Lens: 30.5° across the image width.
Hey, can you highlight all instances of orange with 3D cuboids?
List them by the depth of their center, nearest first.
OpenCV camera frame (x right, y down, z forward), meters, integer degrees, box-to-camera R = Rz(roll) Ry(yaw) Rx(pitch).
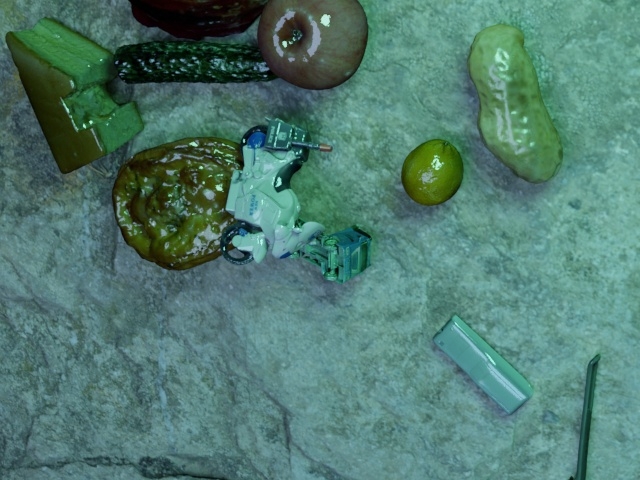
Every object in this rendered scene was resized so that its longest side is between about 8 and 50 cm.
[{"bbox_3d":[0.153,-0.094,1.596,0.085,0.085,0.095,36,121,12],"label":"orange"}]

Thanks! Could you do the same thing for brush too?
[{"bbox_3d":[0.372,0.278,1.678,0.027,0.062,0.266,17,117,32],"label":"brush"}]

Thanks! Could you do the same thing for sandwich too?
[{"bbox_3d":[-0.387,-0.239,1.834,0.128,0.122,0.235,-15,105,39],"label":"sandwich"}]

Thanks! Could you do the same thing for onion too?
[{"bbox_3d":[-0.206,-0.388,1.631,0.314,0.146,0.280,22,128,16],"label":"onion"}]

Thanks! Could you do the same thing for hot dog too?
[{"bbox_3d":[-0.206,-0.059,1.816,0.272,0.122,0.196,-13,100,38],"label":"hot dog"}]

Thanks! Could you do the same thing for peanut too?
[{"bbox_3d":[0.245,-0.169,1.493,0.100,0.099,0.214,-4,112,34],"label":"peanut"}]

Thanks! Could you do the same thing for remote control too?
[{"bbox_3d":[0.236,0.184,1.723,0.162,0.029,0.061,43,128,7],"label":"remote control"}]

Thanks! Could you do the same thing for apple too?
[{"bbox_3d":[-0.013,-0.277,1.576,0.153,0.120,0.153,9,110,27],"label":"apple"}]

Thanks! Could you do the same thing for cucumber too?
[{"bbox_3d":[-0.169,-0.261,1.723,0.294,0.067,0.067,4,116,26],"label":"cucumber"}]

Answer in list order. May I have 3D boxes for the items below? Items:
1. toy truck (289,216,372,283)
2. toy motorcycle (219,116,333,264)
[{"bbox_3d":[0.000,0.000,1.760,0.175,0.081,0.067,27,127,41],"label":"toy truck"},{"bbox_3d":[-0.059,-0.067,1.682,0.150,0.102,0.221,7,79,17],"label":"toy motorcycle"}]
